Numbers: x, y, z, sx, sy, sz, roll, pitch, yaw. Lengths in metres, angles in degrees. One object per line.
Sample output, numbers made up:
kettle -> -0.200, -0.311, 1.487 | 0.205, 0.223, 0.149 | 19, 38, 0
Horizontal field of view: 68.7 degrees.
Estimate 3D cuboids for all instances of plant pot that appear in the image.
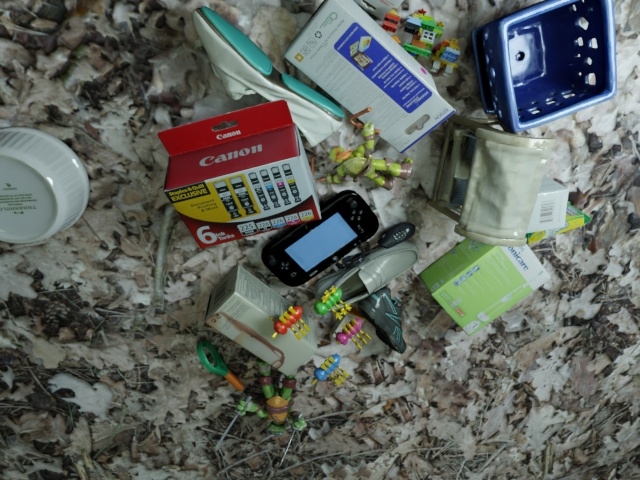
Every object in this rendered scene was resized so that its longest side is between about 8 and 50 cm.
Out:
plant pot -> 0.473, -0.399, 1.033 | 0.236, 0.212, 0.236 | -19, 112, 2

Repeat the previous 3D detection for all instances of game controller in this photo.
game controller -> 0.000, 0.000, 1.258 | 0.319, 0.067, 0.166 | -35, 115, 11

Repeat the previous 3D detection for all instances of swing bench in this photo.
swing bench -> 0.396, -0.152, 1.127 | 0.165, 0.255, 0.253 | 1, 116, -8

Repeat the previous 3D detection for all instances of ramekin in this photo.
ramekin -> -0.693, -0.116, 1.080 | 0.272, 0.127, 0.273 | -3, 116, -6

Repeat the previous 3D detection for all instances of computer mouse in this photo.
computer mouse -> 0.146, 0.010, 1.274 | 0.242, 0.071, 0.041 | -28, 110, 2

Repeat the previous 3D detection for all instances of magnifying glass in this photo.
magnifying glass -> -0.299, 0.385, 1.408 | 0.026, 0.092, 0.231 | -30, 126, 5

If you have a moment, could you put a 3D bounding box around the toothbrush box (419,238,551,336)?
toothbrush box -> 0.465, 0.103, 1.336 | 0.283, 0.122, 0.206 | -40, 114, 13

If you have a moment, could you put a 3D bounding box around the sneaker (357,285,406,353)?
sneaker -> 0.210, 0.241, 1.385 | 0.106, 0.101, 0.267 | -46, 131, -15

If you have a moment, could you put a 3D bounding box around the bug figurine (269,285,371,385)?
bug figurine -> 0.006, 0.244, 1.237 | 0.216, 0.072, 0.279 | -39, 114, -9

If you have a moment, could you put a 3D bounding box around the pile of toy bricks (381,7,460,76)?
pile of toy bricks -> 0.225, -0.467, 1.049 | 0.212, 0.118, 0.105 | 18, 74, -4

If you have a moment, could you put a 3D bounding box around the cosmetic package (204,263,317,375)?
cosmetic package -> -0.160, 0.224, 1.302 | 0.296, 0.153, 0.129 | 40, 106, -21

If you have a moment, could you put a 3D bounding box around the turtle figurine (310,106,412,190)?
turtle figurine -> 0.111, -0.191, 1.125 | 0.217, 0.087, 0.269 | 13, 142, -25

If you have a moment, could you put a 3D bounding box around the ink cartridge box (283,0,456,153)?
ink cartridge box -> 0.115, -0.367, 1.054 | 0.371, 0.069, 0.175 | 36, 135, -20

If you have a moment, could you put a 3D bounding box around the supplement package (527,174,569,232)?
supplement package -> 0.538, -0.108, 1.208 | 0.105, 0.179, 0.105 | -10, 117, -2

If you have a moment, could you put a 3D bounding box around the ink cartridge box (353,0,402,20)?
ink cartridge box -> 0.144, -0.554, 0.973 | 0.104, 0.181, 0.062 | 26, 74, -18

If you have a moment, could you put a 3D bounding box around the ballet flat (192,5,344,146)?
ballet flat -> -0.129, -0.341, 1.046 | 0.400, 0.139, 0.139 | 31, 109, -24

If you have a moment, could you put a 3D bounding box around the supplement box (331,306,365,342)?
supplement box -> 0.082, 0.253, 1.409 | 0.062, 0.036, 0.098 | 25, 110, -18

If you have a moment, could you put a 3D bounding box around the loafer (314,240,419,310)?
loafer -> 0.133, 0.105, 1.300 | 0.319, 0.111, 0.112 | -29, 116, 8

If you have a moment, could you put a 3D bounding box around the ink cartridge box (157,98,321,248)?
ink cartridge box -> -0.182, -0.143, 1.071 | 0.309, 0.130, 0.272 | -14, 138, 5

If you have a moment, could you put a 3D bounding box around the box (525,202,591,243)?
box -> 0.632, -0.057, 1.287 | 0.179, 0.105, 0.043 | -18, 118, 1

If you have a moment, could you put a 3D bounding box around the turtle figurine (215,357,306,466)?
turtle figurine -> -0.143, 0.493, 1.391 | 0.274, 0.197, 0.266 | -7, 104, -50
